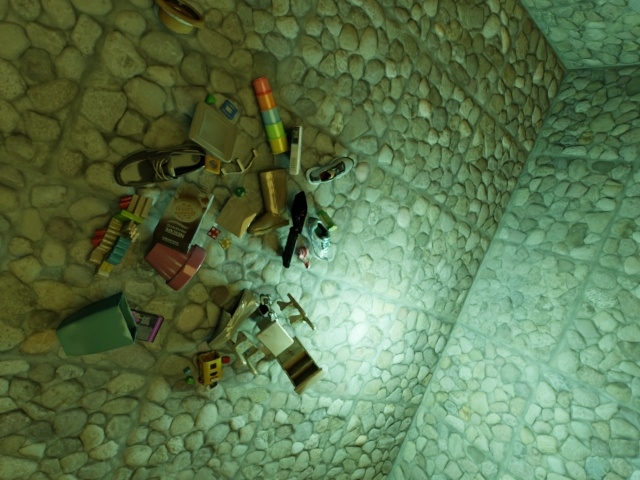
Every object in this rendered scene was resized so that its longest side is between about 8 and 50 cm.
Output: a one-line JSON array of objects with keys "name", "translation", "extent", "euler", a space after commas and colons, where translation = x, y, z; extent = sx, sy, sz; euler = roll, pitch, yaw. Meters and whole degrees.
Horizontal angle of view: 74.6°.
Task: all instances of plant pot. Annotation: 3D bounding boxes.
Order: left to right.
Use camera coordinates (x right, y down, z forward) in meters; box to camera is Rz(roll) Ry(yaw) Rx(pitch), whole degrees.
[{"name": "plant pot", "translation": [-0.847, 0.330, 1.592], "extent": [0.235, 0.165, 0.165], "euler": [-19, 107, -15]}, {"name": "plant pot", "translation": [-0.592, 0.072, 1.689], "extent": [0.180, 0.201, 0.201], "euler": [39, 81, -21]}]

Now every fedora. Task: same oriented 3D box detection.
[{"name": "fedora", "translation": [-0.513, -0.802, 1.505], "extent": [0.195, 0.194, 0.079], "euler": [13, 133, -37]}]

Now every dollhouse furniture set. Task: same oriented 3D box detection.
[{"name": "dollhouse furniture set", "translation": [-0.165, 0.529, 2.008], "extent": [0.362, 0.256, 0.394], "euler": [-37, 138, -9]}]

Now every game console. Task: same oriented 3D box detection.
[{"name": "game console", "translation": [-0.126, -0.043, 1.980], "extent": [0.044, 0.213, 0.360], "euler": [11, 118, -13]}]

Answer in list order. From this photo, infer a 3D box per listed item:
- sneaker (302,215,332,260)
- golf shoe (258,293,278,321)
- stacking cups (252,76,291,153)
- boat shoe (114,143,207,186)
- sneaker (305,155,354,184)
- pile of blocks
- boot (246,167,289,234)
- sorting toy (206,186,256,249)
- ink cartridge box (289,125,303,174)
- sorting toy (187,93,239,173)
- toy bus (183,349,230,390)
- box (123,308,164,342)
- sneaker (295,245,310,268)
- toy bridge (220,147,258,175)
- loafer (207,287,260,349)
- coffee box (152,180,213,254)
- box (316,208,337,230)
[{"name": "sneaker", "translation": [0.000, 0.000, 2.093], "extent": [0.110, 0.122, 0.282], "euler": [-55, 130, -30]}, {"name": "golf shoe", "translation": [-0.264, 0.359, 2.046], "extent": [0.077, 0.094, 0.198], "euler": [-11, 111, 15]}, {"name": "stacking cups", "translation": [-0.210, -0.541, 1.818], "extent": [0.096, 0.096, 0.315], "euler": [-25, 115, -26]}, {"name": "boat shoe", "translation": [-0.595, -0.291, 1.597], "extent": [0.356, 0.130, 0.132], "euler": [-26, 117, -26]}, {"name": "sneaker", "translation": [0.063, -0.336, 2.058], "extent": [0.272, 0.108, 0.100], "euler": [-27, 116, -27]}, {"name": "pile of blocks", "translation": [-0.762, -0.024, 1.554], "extent": [0.113, 0.149, 0.361], "euler": [30, 87, -38]}, {"name": "boot", "translation": [-0.248, -0.180, 1.908], "extent": [0.236, 0.089, 0.269], "euler": [-22, 116, -39]}, {"name": "sorting toy", "translation": [-0.377, -0.092, 1.840], "extent": [0.132, 0.046, 0.274], "euler": [34, 84, -11]}, {"name": "ink cartridge box", "translation": [-0.107, -0.407, 1.887], "extent": [0.045, 0.208, 0.206], "euler": [5, 103, -1]}, {"name": "sorting toy", "translation": [-0.427, -0.423, 1.664], "extent": [0.196, 0.047, 0.347], "euler": [30, 58, -42]}, {"name": "toy bus", "translation": [-0.510, 0.619, 1.959], "extent": [0.202, 0.104, 0.190], "euler": [42, 79, -36]}, {"name": "box", "translation": [-0.754, 0.355, 1.754], "extent": [0.162, 0.029, 0.115], "euler": [26, 89, -39]}, {"name": "sneaker", "translation": [-0.090, 0.093, 2.125], "extent": [0.067, 0.042, 0.118], "euler": [-16, 105, -35]}, {"name": "toy bridge", "translation": [-0.349, -0.327, 1.823], "extent": [0.188, 0.026, 0.063], "euler": [-37, 123, -20]}, {"name": "loafer", "translation": [-0.419, 0.359, 1.948], "extent": [0.111, 0.112, 0.319], "euler": [46, 75, -23]}, {"name": "coffee box", "translation": [-0.531, -0.090, 1.635], "extent": [0.141, 0.098, 0.246], "euler": [23, 58, -13]}, {"name": "box", "translation": [0.034, -0.097, 2.070], "extent": [0.043, 0.179, 0.105], "euler": [-37, 83, 8]}]
